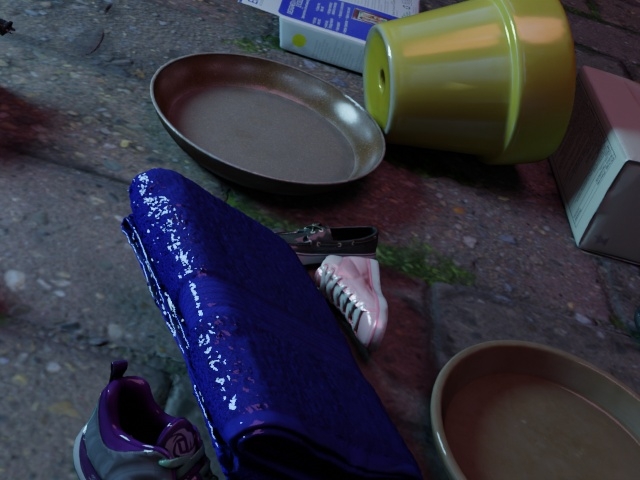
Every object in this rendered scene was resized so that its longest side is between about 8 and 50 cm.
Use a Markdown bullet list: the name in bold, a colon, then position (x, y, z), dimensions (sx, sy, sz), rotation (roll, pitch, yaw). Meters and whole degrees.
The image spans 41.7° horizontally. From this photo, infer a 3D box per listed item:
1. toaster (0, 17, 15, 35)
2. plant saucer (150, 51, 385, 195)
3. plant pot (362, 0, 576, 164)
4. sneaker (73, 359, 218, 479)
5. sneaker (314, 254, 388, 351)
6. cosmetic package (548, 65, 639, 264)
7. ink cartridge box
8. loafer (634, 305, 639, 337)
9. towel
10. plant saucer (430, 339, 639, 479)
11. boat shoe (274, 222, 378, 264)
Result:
- **toaster**: position (-0.470, -0.225, 0.916), dimensions (0.227, 0.129, 0.146), rotation (17, 39, -10)
- **plant saucer**: position (-0.069, -0.148, 1.089), dimensions (0.311, 0.050, 0.310), rotation (15, 35, -11)
- **plant pot**: position (0.193, -0.229, 1.186), dimensions (0.239, 0.254, 0.254), rotation (-4, 40, -10)
- **sneaker**: position (-0.095, 0.185, 0.581), dimensions (0.224, 0.098, 0.083), rotation (39, 38, 25)
- **sneaker**: position (0.027, 0.060, 0.858), dimensions (0.070, 0.051, 0.134), rotation (12, 32, -11)
- **cosmetic package**: position (0.432, -0.115, 1.220), dimensions (0.129, 0.153, 0.296), rotation (16, 36, -6)
- **ink cartridge box**: position (0.022, -0.392, 1.456), dimensions (0.307, 0.072, 0.303), rotation (16, 36, -4)
- **loafer**: position (0.432, 0.138, 0.970), dimensions (0.061, 0.062, 0.170), rotation (18, 31, -47)
- **towel**: position (-0.052, 0.086, 0.717), dimensions (0.228, 0.076, 0.308), rotation (35, 18, -45)
- **plant saucer**: position (0.227, 0.203, 0.779), dimensions (0.278, 0.041, 0.278), rotation (14, 36, -10)
- **boat shoe**: position (0.000, 0.000, 0.924), dimensions (0.142, 0.040, 0.049), rotation (3, 24, -28)
